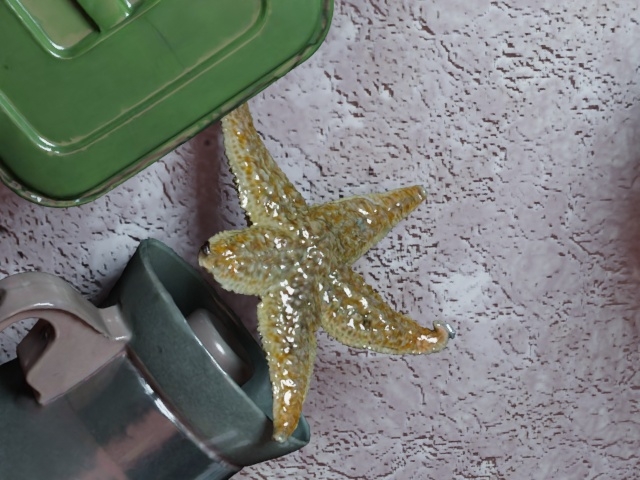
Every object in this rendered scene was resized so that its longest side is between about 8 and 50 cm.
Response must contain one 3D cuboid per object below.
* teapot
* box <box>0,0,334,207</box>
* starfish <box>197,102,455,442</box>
[{"bbox_3d":[-0.211,0.165,1.027,0.344,0.253,0.300,-40,138,3],"label":"teapot"},{"bbox_3d":[-0.173,-0.221,0.891,0.253,0.178,0.328,-31,117,9],"label":"box"},{"bbox_3d":[-0.003,0.002,1.023,0.231,0.295,0.048,2,155,-37],"label":"starfish"}]
